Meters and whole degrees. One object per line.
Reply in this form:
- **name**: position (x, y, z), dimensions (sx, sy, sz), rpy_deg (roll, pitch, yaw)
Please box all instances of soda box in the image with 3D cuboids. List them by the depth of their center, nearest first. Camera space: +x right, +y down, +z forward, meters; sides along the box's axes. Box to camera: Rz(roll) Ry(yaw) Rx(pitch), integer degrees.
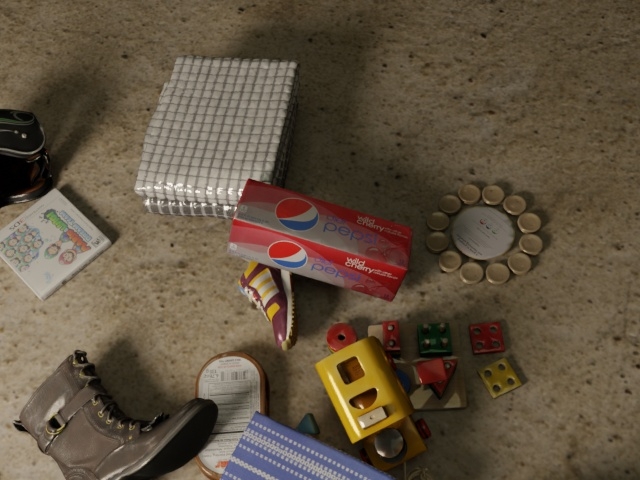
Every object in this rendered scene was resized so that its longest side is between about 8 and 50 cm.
- **soda box**: position (0.000, 0.000, 1.186), dimensions (0.263, 0.083, 0.092), rpy_deg (16, 48, -2)

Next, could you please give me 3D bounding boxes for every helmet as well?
- **helmet**: position (-0.537, -0.134, 1.318), dimensions (0.162, 0.169, 0.169), rpy_deg (-18, 58, -24)

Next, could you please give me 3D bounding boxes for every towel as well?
- **towel**: position (-0.052, 0.414, 0.990), dimensions (0.243, 0.040, 0.336), rpy_deg (21, 74, 19)
- **towel**: position (-0.162, -0.169, 1.330), dimensions (0.235, 0.121, 0.283), rpy_deg (4, 62, 10)

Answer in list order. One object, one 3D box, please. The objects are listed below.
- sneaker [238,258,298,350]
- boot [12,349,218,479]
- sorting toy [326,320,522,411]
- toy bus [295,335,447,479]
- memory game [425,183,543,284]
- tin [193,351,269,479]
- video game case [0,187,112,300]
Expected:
- **sneaker**: position (-0.080, 0.087, 1.199), dimensions (0.084, 0.069, 0.185), rpy_deg (-7, 50, -1)
- **boot**: position (-0.292, 0.239, 1.098), dimensions (0.263, 0.091, 0.229), rpy_deg (-40, 61, 1)
- **sorting toy**: position (0.145, 0.173, 1.137), dimensions (0.275, 0.046, 0.132), rpy_deg (-3, 60, 3)
- **toy bus**: position (0.072, 0.226, 1.047), dimensions (0.202, 0.104, 0.190), rpy_deg (16, 82, 14)
- **memory game**: position (0.256, -0.011, 1.254), dimensions (0.186, 0.012, 0.186), rpy_deg (-2, 60, 4)
- **tin**: position (-0.127, 0.247, 1.127), dimensions (0.106, 0.040, 0.189), rpy_deg (-7, 59, 6)
- **video game case**: position (-0.444, 0.003, 1.309), dimensions (0.157, 0.019, 0.143), rpy_deg (39, 71, 24)
